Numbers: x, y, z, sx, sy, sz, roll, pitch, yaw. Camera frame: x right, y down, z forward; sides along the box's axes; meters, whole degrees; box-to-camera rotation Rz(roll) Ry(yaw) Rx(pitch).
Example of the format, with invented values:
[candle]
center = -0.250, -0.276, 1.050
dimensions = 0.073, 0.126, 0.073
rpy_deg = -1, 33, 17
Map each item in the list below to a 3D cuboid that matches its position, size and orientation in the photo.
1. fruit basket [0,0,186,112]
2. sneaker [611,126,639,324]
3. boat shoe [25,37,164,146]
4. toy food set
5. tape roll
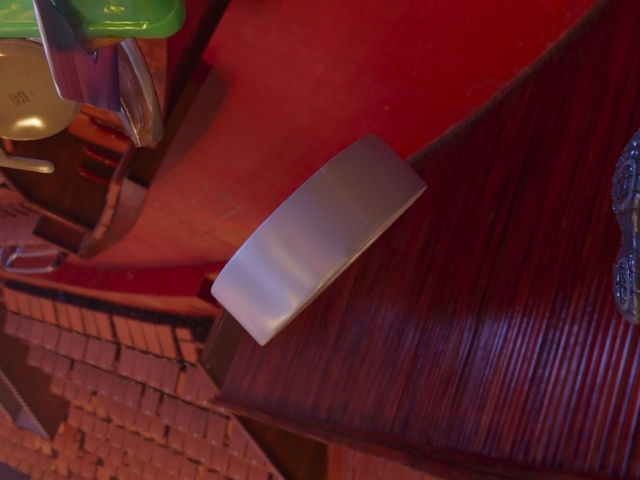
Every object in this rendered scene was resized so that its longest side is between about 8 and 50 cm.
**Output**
[fruit basket]
center = -0.200, -0.267, 0.516
dimensions = 0.166, 0.326, 0.353
rpy_deg = -4, -169, -15
[sneaker]
center = 0.481, -0.027, 0.921
dimensions = 0.130, 0.286, 0.109
rpy_deg = 0, -175, 6
[boat shoe]
center = -0.304, -0.244, 0.832
dimensions = 0.324, 0.117, 0.123
rpy_deg = 57, 162, 13
[toy food set]
center = -0.313, -0.158, 0.680
dimensions = 0.133, 0.038, 0.192
rpy_deg = 10, 132, -32
[tape roll]
center = 0.000, 0.000, 0.634
dimensions = 0.072, 0.219, 0.219
rpy_deg = 46, 163, 4
